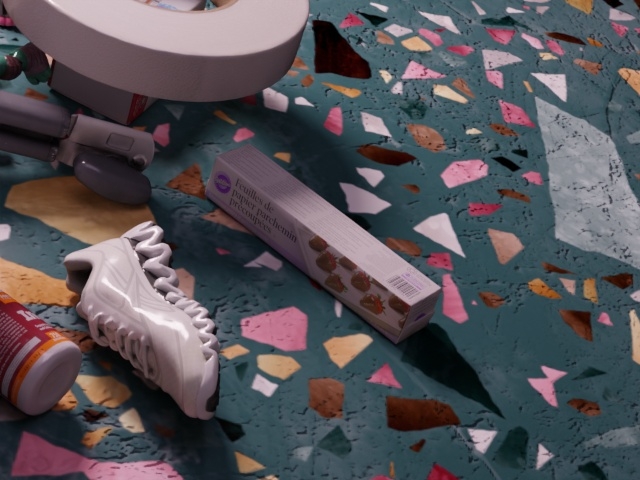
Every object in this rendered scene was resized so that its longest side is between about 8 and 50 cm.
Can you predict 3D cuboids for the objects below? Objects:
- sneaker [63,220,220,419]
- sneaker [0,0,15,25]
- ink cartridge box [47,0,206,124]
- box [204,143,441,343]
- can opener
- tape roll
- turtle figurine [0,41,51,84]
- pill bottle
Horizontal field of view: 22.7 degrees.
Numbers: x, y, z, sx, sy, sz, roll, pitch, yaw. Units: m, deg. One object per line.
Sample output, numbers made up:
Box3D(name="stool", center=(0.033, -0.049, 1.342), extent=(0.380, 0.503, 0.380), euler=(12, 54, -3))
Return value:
Box3D(name="sneaker", center=(-0.186, 0.093, 1.680), extent=(0.118, 0.110, 0.292), euler=(-10, 35, -22))
Box3D(name="sneaker", center=(-0.404, -0.313, 2.168), extent=(0.119, 0.047, 0.057), euler=(14, 14, -7))
Box3D(name="ink cartridge box", center=(-0.250, -0.260, 2.084), extent=(0.127, 0.128, 0.176), euler=(26, 36, 10))
Box3D(name="box", center=(0.000, 0.000, 1.907), extent=(0.324, 0.063, 0.067), euler=(37, 38, 24))
Box3D(name="can opener", center=(-0.322, -0.120, 1.873), extent=(0.280, 0.074, 0.093), euler=(17, 32, -22))
Box3D(name="tape roll", center=(-0.204, -0.314, 2.005), extent=(0.392, 0.072, 0.392), euler=(13, 37, -10))
Box3D(name="turtle figurine", center=(-0.439, -0.191, 1.930), extent=(0.175, 0.118, 0.234), euler=(28, 31, 14))
Box3D(name="pill bottle", center=(-0.322, 0.102, 1.609), extent=(0.152, 0.086, 0.086), euler=(33, 38, 19))
